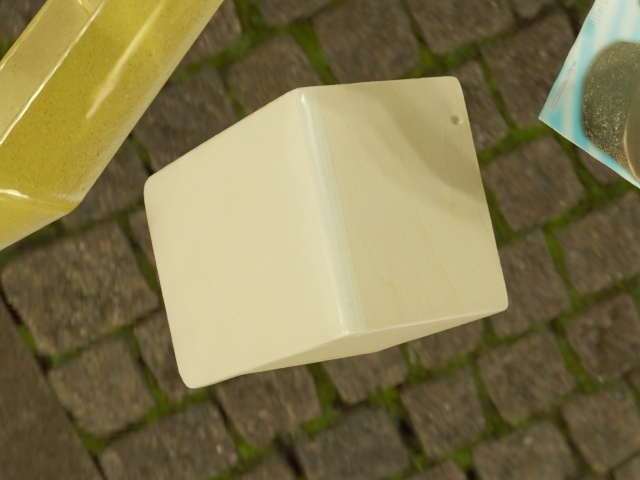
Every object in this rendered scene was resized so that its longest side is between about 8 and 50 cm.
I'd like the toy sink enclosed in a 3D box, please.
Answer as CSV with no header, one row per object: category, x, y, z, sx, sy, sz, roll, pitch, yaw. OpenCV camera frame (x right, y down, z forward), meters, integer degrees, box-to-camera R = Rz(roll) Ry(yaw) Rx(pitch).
toy sink,0.000,0.000,1.205,0.131,0.234,0.153,-7,80,-30

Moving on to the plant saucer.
plant saucer,-0.194,-0.112,1.402,0.081,0.332,0.333,39,64,-15

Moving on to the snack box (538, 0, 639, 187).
snack box,0.282,-0.163,1.145,0.187,0.060,0.322,38,123,24
